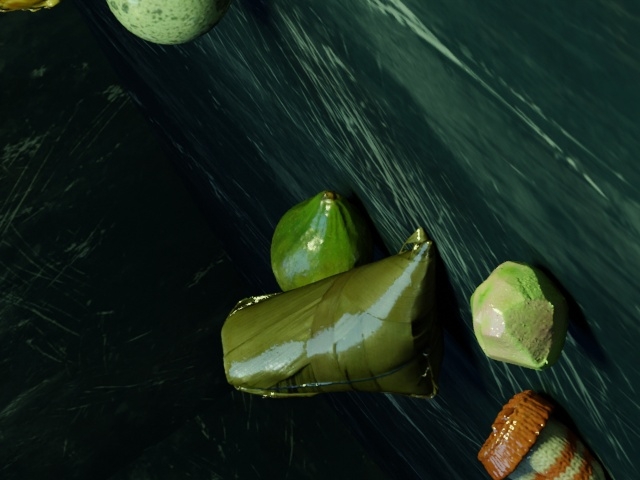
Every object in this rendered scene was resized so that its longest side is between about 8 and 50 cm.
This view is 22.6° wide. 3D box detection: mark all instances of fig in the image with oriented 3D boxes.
[{"bbox_3d":[0.000,0.000,1.843,0.123,0.123,0.156,51,165,28],"label":"fig"}]

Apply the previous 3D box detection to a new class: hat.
[{"bbox_3d":[0.236,0.225,1.553,0.162,0.094,0.112,36,-179,6],"label":"hat"}]

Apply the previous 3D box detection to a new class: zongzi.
[{"bbox_3d":[0.003,0.075,1.723,0.289,0.260,0.123,73,-163,-61],"label":"zongzi"}]

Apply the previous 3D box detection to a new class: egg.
[{"bbox_3d":[-0.146,-0.264,1.545,0.132,0.132,0.172,53,161,14],"label":"egg"}]

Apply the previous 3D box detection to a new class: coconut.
[{"bbox_3d":[0.157,0.058,1.269,0.081,0.082,0.083,19,-165,34],"label":"coconut"}]

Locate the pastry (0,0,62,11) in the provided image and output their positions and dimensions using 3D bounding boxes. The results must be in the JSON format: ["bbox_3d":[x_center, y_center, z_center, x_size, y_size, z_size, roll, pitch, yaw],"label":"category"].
[{"bbox_3d":[-0.302,-0.375,1.747,0.170,0.237,0.256,18,151,28],"label":"pastry"}]
